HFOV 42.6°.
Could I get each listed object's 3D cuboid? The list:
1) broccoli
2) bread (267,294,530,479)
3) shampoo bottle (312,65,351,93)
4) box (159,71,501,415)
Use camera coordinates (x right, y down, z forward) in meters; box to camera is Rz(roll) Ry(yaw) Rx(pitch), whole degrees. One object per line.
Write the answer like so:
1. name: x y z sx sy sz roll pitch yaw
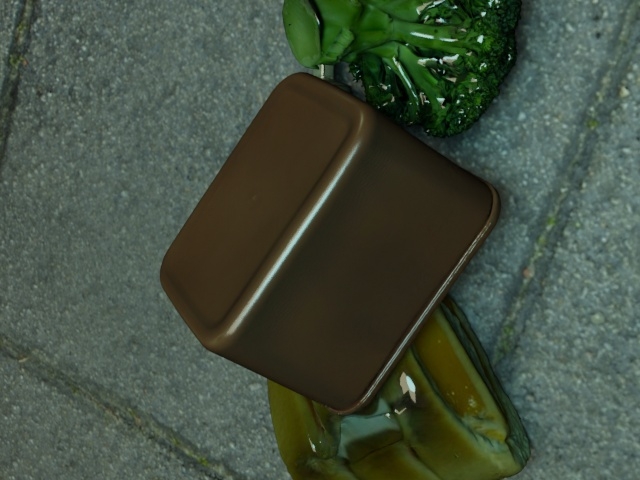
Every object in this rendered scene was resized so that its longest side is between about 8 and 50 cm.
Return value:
1. broccoli: 0.097 -0.259 1.007 0.297 0.297 0.297 40 140 45
2. bread: 0.068 0.234 1.119 0.341 0.210 0.300 -29 81 28
3. shampoo bottle: -0.001 -0.143 1.174 0.085 0.085 0.262 6 99 27
4. box: 0.000 0.000 0.991 0.339 0.229 0.239 -56 38 5
